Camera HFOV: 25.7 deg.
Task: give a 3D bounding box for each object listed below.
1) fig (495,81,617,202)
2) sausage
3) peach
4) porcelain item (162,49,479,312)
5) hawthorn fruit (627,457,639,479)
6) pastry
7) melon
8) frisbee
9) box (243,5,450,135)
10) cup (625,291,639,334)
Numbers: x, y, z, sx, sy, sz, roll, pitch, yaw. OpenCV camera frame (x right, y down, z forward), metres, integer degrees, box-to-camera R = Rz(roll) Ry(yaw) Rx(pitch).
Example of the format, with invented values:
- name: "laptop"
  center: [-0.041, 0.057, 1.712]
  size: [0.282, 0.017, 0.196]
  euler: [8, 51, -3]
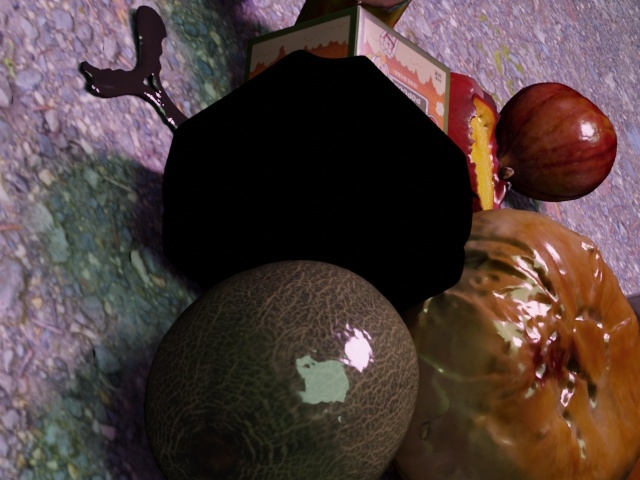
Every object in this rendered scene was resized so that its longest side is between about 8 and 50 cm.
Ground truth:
- name: "fig"
  center: [0.339, -0.141, 2.237]
  size: [0.249, 0.186, 0.204]
  euler: [-24, 59, -20]
- name: "sausage"
  center: [0.030, -0.279, 1.767]
  size: [0.125, 0.317, 0.117]
  euler: [-15, 76, -19]
- name: "peach"
  center: [0.171, -0.112, 1.871]
  size: [0.196, 0.190, 0.226]
  euler: [-38, 74, -23]
- name: "porcelain item"
  center: [-0.003, -0.034, 1.451]
  size: [0.281, 0.286, 0.157]
  euler: [42, 35, -33]
- name: "hawthorn fruit"
  center: [0.458, 0.365, 1.818]
  size: [0.308, 0.308, 0.325]
  euler: [-15, 86, -60]
- name: "pastry"
  center: [0.208, 0.161, 1.618]
  size: [0.409, 0.245, 0.410]
  euler: [13, 73, -49]
- name: "melon"
  center: [-0.031, 0.139, 1.304]
  size: [0.237, 0.237, 0.301]
  euler: [59, 28, -2]
- name: "frisbee"
  center: [-0.195, -0.170, 1.548]
  size: [0.187, 0.012, 0.211]
  euler: [-10, 74, -59]
- name: "box"
  center: [0.031, -0.164, 1.704]
  size: [0.195, 0.177, 0.148]
  euler: [27, 62, -47]
- name: "cup"
  center: [0.547, 0.250, 2.146]
  size: [0.317, 0.212, 0.212]
  euler: [41, 34, -34]
